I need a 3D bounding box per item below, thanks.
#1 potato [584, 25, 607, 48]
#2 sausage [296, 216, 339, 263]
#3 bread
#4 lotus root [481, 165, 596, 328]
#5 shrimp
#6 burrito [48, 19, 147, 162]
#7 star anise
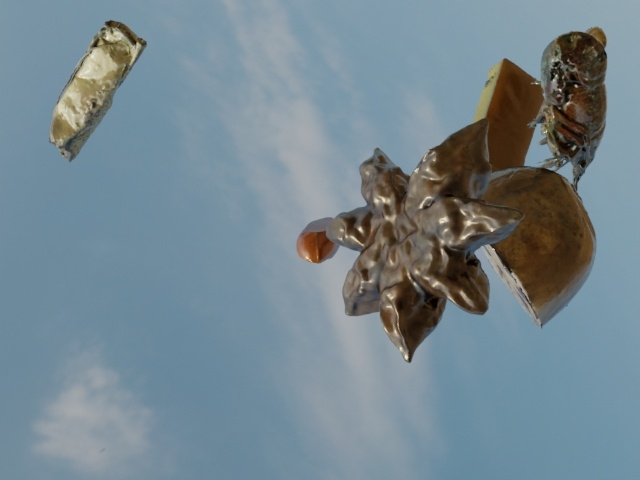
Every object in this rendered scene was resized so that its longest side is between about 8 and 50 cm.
[{"bbox_3d":[0.544,-0.397,1.542,0.040,0.051,0.083,15,-147,-6],"label":"potato"},{"bbox_3d":[0.000,0.000,1.630,0.089,0.089,0.179,44,-162,-1],"label":"sausage"},{"bbox_3d":[0.404,-0.218,1.763,0.138,0.077,0.361,22,-99,-23],"label":"bread"},{"bbox_3d":[0.365,-0.005,1.322,0.192,0.272,0.272,-32,-102,-1],"label":"lotus root"},{"bbox_3d":[0.465,-0.237,1.465,0.137,0.372,0.172,3,-134,7],"label":"shrimp"},{"bbox_3d":[-0.311,-0.200,1.054,0.063,0.229,0.058,6,-134,-47],"label":"burrito"},{"bbox_3d":[0.122,-0.018,0.962,0.108,0.315,0.315,8,-125,-35],"label":"star anise"}]
